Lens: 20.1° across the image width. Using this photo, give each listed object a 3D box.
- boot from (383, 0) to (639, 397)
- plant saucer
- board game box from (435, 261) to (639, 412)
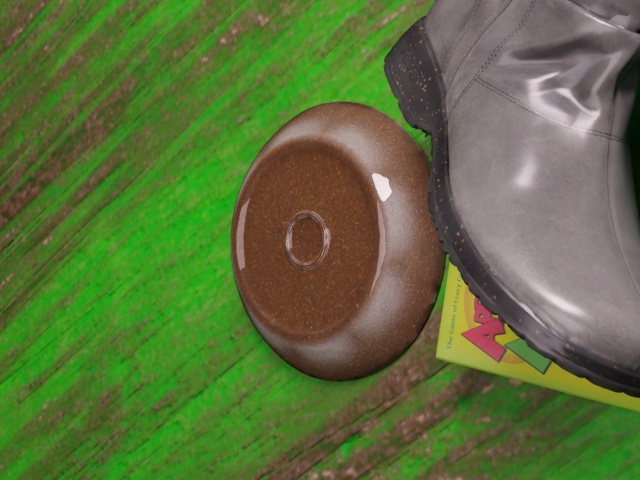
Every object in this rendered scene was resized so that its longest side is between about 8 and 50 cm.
[{"bbox_3d":[0.157,-0.094,1.020,0.223,0.118,0.338,-51,42,27],"label":"boot"},{"bbox_3d":[0.000,0.000,1.262,0.198,0.036,0.199,-2,87,41],"label":"plant saucer"},{"bbox_3d":[0.159,0.046,1.111,0.181,0.043,0.092,12,97,42],"label":"board game box"}]
